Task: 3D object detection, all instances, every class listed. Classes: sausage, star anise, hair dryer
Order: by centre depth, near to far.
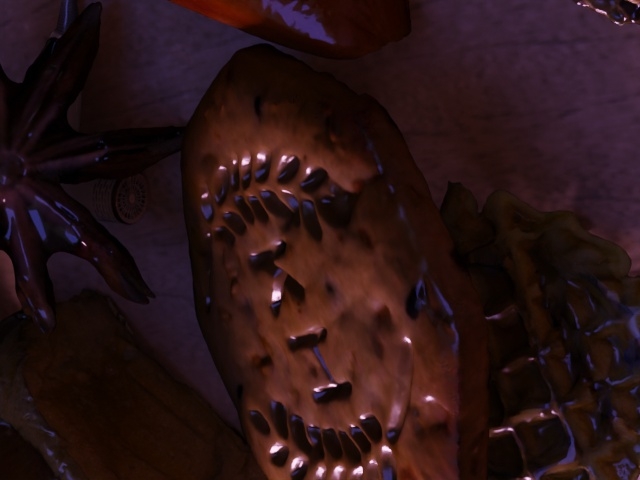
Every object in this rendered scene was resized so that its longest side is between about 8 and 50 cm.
[{"bbox_3d":[-0.073,-0.192,1.162,0.300,0.089,0.083,25,113,26],"label":"sausage"},{"bbox_3d":[-0.223,-0.043,1.253,0.288,0.288,0.088,57,174,2],"label":"star anise"},{"bbox_3d":[-0.205,-0.108,1.334,0.155,0.044,0.183,7,108,32],"label":"hair dryer"}]

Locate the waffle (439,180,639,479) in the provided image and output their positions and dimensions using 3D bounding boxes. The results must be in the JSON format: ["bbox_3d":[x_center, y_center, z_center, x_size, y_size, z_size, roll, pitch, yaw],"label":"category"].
[{"bbox_3d":[0.128,0.090,1.130,0.204,0.054,0.223,27,108,22],"label":"waffle"}]

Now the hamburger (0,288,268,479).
[{"bbox_3d":[-0.166,0.183,1.319,0.309,0.211,0.132,47,125,13],"label":"hamburger"}]

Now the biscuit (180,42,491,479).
[{"bbox_3d":[-0.002,0.048,1.147,0.359,0.046,0.359,37,135,48],"label":"biscuit"}]

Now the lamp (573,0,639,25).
[{"bbox_3d":[0.197,-0.241,0.893,0.177,0.177,0.274,39,130,17],"label":"lamp"}]
